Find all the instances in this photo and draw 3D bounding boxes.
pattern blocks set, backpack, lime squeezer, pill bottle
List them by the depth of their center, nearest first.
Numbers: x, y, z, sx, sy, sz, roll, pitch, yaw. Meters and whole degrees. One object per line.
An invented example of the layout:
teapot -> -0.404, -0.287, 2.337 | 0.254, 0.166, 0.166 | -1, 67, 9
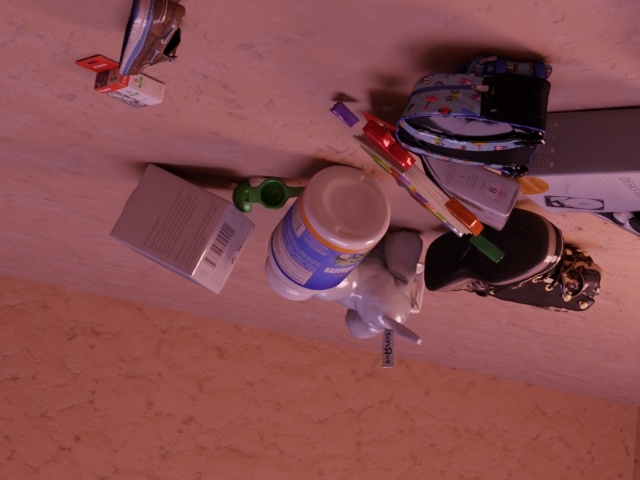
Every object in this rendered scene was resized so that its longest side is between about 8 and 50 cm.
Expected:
backpack -> 0.182, -0.155, 1.354 | 0.173, 0.117, 0.158 | 7, 167, 3
pattern blocks set -> 0.132, -0.080, 1.572 | 0.325, 0.026, 0.285 | 41, -179, -26
pill bottle -> 0.000, 0.000, 1.903 | 0.152, 0.152, 0.272 | 12, 150, -16
lime squeezer -> -0.086, -0.074, 1.994 | 0.110, 0.059, 0.310 | 20, 161, -40

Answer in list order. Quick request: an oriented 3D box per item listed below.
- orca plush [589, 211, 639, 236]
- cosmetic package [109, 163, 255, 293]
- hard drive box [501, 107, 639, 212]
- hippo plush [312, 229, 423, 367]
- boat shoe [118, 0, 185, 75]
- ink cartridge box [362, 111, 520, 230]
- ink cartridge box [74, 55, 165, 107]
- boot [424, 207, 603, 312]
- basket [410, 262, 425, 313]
orca plush -> 0.495, -0.047, 1.629 | 0.151, 0.102, 0.287 | 26, -175, -24
cosmetic package -> -0.246, -0.019, 2.009 | 0.183, 0.151, 0.151 | 27, 173, 19
hard drive box -> 0.387, -0.104, 1.505 | 0.232, 0.089, 0.181 | -1, 165, 33
hippo plush -> 0.046, 0.087, 2.166 | 0.236, 0.294, 0.234 | 21, 142, -18
boat shoe -> -0.203, -0.239, 1.348 | 0.066, 0.066, 0.183 | 10, 167, -14
ink cartridge box -> 0.161, -0.092, 1.554 | 0.232, 0.066, 0.189 | 22, 178, 8
ink cartridge box -> -0.281, -0.220, 1.558 | 0.062, 0.029, 0.115 | -4, 162, 45
boot -> 0.392, 0.046, 2.031 | 0.284, 0.138, 0.377 | 11, 163, -24
basket -> 0.132, 0.094, 2.444 | 0.167, 0.113, 0.103 | 14, 168, -20
